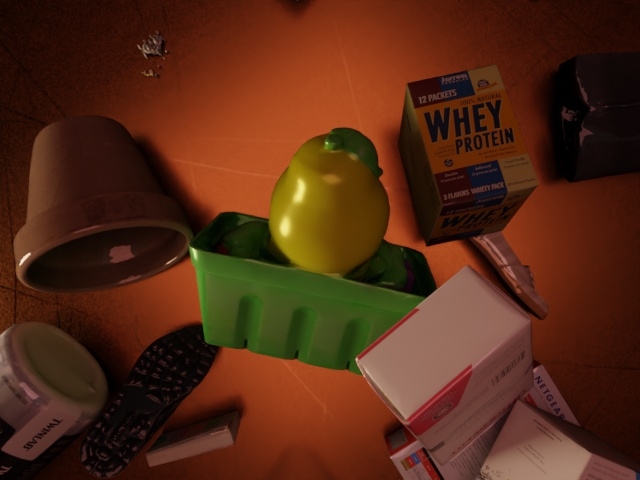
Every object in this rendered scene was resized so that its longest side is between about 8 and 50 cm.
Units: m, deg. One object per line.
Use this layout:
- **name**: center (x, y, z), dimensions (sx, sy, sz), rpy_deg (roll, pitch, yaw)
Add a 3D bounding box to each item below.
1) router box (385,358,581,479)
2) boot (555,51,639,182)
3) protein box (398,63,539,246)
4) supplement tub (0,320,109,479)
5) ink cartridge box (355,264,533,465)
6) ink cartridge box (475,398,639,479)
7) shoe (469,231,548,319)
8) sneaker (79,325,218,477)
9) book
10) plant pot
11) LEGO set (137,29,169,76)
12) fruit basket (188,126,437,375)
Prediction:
- **router box**: center (0.327, 0.421, 0.943), dimensions (0.301, 0.082, 0.335), rpy_deg (-31, 91, 1)
- **boot**: center (0.628, -0.138, 0.894), dimensions (0.445, 0.146, 0.367), rpy_deg (-3, 81, -3)
- **protein box**: center (0.215, -0.122, 0.848), dimensions (0.136, 0.201, 0.200), rpy_deg (-12, 73, 1)
- **supplement tub**: center (-0.536, 0.311, 0.885), dimensions (0.338, 0.207, 0.207), rpy_deg (-43, 91, 1)
- **ink cartridge box**: center (0.195, 0.196, 0.796), dimensions (0.207, 0.283, 0.117), rpy_deg (-39, 53, -5)
- **ink cartridge box**: center (0.346, 0.396, 0.799), dimensions (0.171, 0.168, 0.233), rpy_deg (26, 92, -17)
- **shoe**: center (0.327, 0.041, 0.938), dimensions (0.058, 0.076, 0.219), rpy_deg (-39, 89, 6)
- **sneaker**: center (-0.292, 0.269, 0.942), dimensions (0.107, 0.124, 0.283), rpy_deg (39, 66, 5)
- **book**: center (-0.214, 0.339, 0.939), dimensions (0.144, 0.096, 0.035), rpy_deg (-18, 92, 0)
- **plant pot**: center (-0.359, -0.067, 0.872), dimensions (0.263, 0.263, 0.229), rpy_deg (-20, 74, 1)
- **LEGO set**: center (-0.296, -0.332, 0.961), dimensions (0.054, 0.023, 0.083), rpy_deg (-8, 91, 0)
- **fruit basket**: center (0.000, 0.000, 0.834), dimensions (0.392, 0.283, 0.392), rpy_deg (1, 106, 3)
